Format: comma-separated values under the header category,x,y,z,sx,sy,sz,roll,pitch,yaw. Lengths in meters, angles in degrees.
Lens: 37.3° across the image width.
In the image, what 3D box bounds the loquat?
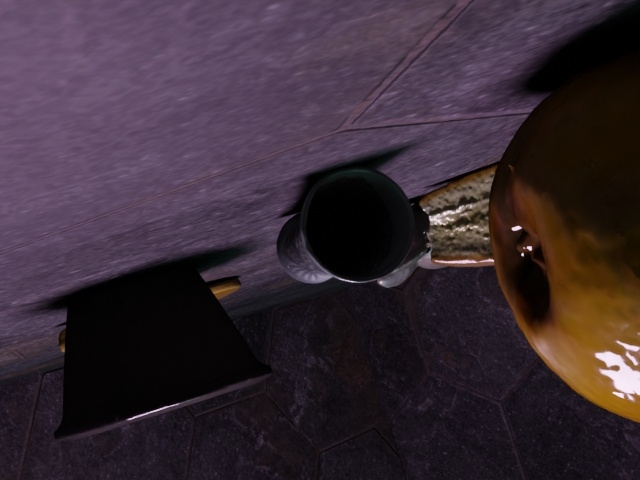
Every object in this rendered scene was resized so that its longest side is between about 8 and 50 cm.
category,x,y,z,sx,sy,sz,roll,pitch,yaw
loquat,0.255,-0.006,0.647,0.275,0.275,0.275,-17,175,-2

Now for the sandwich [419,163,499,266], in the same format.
category,x,y,z,sx,sy,sz,roll,pitch,yaw
sandwich,0.246,-0.035,1.119,0.235,0.122,0.128,-15,176,-24

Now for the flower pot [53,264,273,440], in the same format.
category,x,y,z,sx,sy,sz,roll,pitch,yaw
flower pot,-0.204,0.128,1.145,0.269,0.166,0.269,-15,173,-2

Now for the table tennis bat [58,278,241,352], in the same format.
category,x,y,z,sx,sy,sz,roll,pitch,yaw
table tennis bat,-0.265,0.120,1.506,0.321,0.050,0.198,-18,175,-40

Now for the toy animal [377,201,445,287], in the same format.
category,x,y,z,sx,sy,sz,roll,pitch,yaw
toy animal,0.174,-0.013,1.225,0.251,0.127,0.125,-12,-149,-25

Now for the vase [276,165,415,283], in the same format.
category,x,y,z,sx,sy,sz,roll,pitch,yaw
vase,0.011,-0.003,0.873,0.096,0.096,0.219,-16,178,-12
